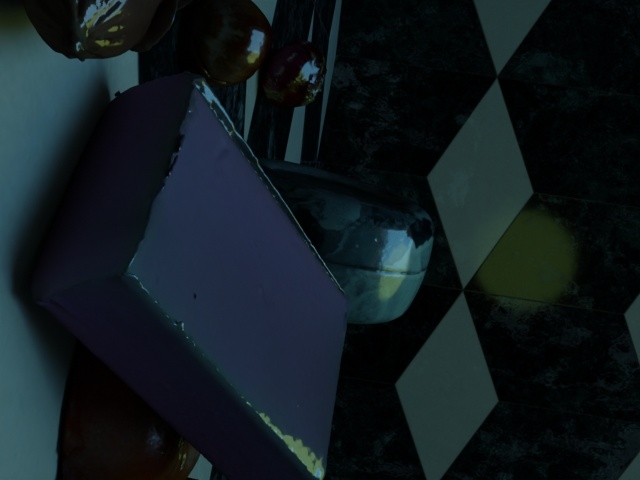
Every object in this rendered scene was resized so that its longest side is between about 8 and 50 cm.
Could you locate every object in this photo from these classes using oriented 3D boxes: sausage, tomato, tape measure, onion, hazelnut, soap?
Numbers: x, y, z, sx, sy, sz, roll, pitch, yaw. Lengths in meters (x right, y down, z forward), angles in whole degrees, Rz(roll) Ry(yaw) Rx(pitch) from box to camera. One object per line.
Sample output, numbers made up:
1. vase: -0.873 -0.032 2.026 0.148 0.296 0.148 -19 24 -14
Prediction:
1. sausage: -0.090 -0.208 0.549 0.433 0.088 0.088 -77 175 -58
2. tomato: -0.130 0.116 0.677 0.225 0.085 0.225 11 90 -85
3. tape measure: 0.000 0.000 0.979 0.275 0.256 0.147 -14 121 -67
4. onion: -0.041 -0.242 1.227 0.107 0.097 0.107 -47 165 -16
5. hazelnut: -0.085 -0.181 0.765 0.086 0.086 0.086 8 90 -87
6. soap: -0.070 0.038 0.593 0.259 0.081 0.181 57 31 -42

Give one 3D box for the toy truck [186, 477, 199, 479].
1. toy truck: -0.137 0.393 0.953 0.107 0.114 0.252 -72 171 -64
